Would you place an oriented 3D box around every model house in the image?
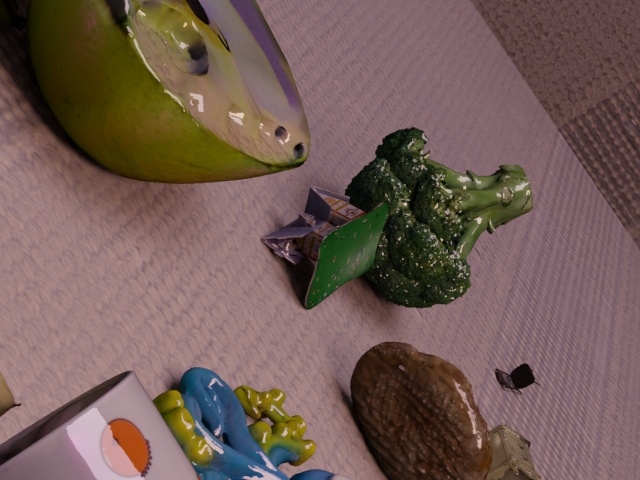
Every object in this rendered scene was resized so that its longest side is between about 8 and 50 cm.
[{"bbox_3d":[0.000,0.000,2.069,0.088,0.117,0.167,28,35,23],"label":"model house"}]

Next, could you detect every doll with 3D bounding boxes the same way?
[{"bbox_3d":[-0.031,0.265,1.597,0.341,0.098,0.346,32,29,-52],"label":"doll"}]

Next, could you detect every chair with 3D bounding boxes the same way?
[{"bbox_3d":[0.309,0.213,2.526,0.086,0.042,0.037,26,33,-55],"label":"chair"}]

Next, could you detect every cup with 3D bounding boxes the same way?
[{"bbox_3d":[-0.139,0.281,1.168,0.317,0.212,0.212,57,20,-3],"label":"cup"}]

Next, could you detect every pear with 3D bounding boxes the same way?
[{"bbox_3d":[-0.193,-0.202,1.797,0.399,0.165,0.399,49,21,-27],"label":"pear"}]

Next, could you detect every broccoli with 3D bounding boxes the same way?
[{"bbox_3d":[0.153,-0.040,2.228,0.270,0.270,0.270,163,-90,-82],"label":"broccoli"}]

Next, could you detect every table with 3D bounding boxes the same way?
[{"bbox_3d":[0.256,0.311,2.236,0.079,0.062,0.083,37,29,-42],"label":"table"}]

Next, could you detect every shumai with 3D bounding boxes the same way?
[{"bbox_3d":[0.137,0.213,1.975,0.209,0.161,0.153,45,20,17],"label":"shumai"}]

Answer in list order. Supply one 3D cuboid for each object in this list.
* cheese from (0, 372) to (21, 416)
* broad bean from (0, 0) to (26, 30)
[{"bbox_3d":[-0.317,0.090,1.216,0.167,0.094,0.123,53,30,-1],"label":"cheese"},{"bbox_3d":[-0.383,-0.311,1.713,0.227,0.039,0.069,55,-7,-17],"label":"broad bean"}]
